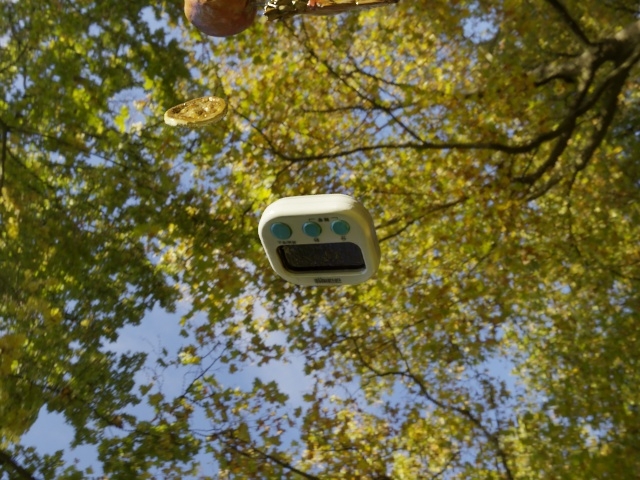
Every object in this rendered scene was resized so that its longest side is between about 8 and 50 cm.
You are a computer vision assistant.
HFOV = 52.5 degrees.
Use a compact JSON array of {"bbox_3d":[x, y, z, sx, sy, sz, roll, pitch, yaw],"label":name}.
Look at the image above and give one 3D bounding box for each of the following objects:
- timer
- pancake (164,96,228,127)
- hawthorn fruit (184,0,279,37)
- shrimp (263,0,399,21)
[{"bbox_3d":[0.000,0.000,1.466,0.087,0.262,0.237,-75,-25,-43],"label":"timer"},{"bbox_3d":[-0.292,-0.302,1.525,0.158,0.158,0.028,-35,-48,-34],"label":"pancake"},{"bbox_3d":[-0.077,-0.220,0.592,0.067,0.103,0.067,-32,-54,-58],"label":"hawthorn fruit"},{"bbox_3d":[0.022,-0.389,1.068,0.236,0.053,0.133,-10,-145,-19],"label":"shrimp"}]
